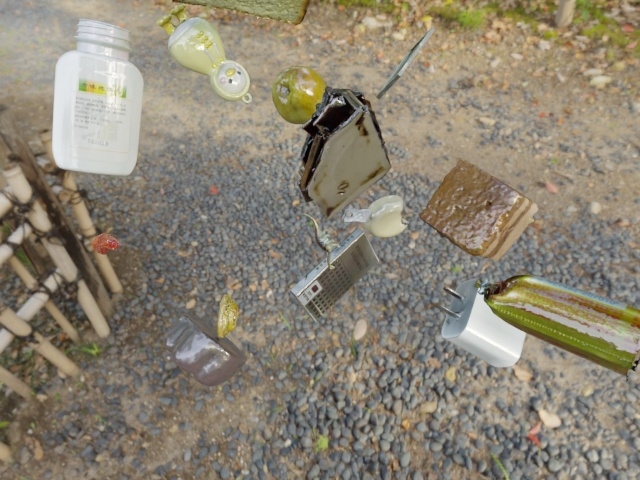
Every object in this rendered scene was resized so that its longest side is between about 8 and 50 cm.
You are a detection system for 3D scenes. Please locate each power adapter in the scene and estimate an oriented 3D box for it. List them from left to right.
[{"bbox_3d":[0.444,0.218,1.347,0.255,0.124,0.187,31,66,-11],"label":"power adapter"}]

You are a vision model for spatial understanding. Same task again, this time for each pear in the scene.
[{"bbox_3d":[-0.064,-0.475,1.566,0.200,0.200,0.200,-3,43,3],"label":"pear"}]

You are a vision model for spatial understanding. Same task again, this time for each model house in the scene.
[{"bbox_3d":[0.025,-0.285,1.357,0.297,0.317,0.282,-27,51,9],"label":"model house"}]

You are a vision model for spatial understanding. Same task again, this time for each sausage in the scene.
[{"bbox_3d":[0.434,0.139,0.892,0.317,0.117,0.125,21,58,36],"label":"sausage"}]

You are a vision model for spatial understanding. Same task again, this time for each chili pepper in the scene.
[{"bbox_3d":[-0.439,0.007,0.977,0.178,0.027,0.045,6,68,53],"label":"chili pepper"}]

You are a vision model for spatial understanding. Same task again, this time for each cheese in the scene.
[{"bbox_3d":[0.182,-0.067,1.603,0.249,0.163,0.071,-16,47,-19],"label":"cheese"}]

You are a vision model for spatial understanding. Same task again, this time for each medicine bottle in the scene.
[{"bbox_3d":[-0.500,-0.318,1.082,0.179,0.324,0.124,4,16,-22],"label":"medicine bottle"}]

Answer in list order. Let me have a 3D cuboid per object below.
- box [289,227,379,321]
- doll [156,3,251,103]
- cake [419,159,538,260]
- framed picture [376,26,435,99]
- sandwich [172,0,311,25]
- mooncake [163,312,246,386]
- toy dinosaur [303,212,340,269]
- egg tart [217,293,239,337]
[{"bbox_3d":[0.056,0.122,1.670,0.325,0.180,0.047,-42,46,-11],"label":"box"},{"bbox_3d":[-0.289,-0.480,1.257,0.296,0.117,0.141,41,65,-12],"label":"doll"},{"bbox_3d":[0.431,-0.060,1.256,0.199,0.293,0.196,38,103,36],"label":"cake"},{"bbox_3d":[0.247,-0.517,1.397,0.015,0.150,0.203,38,73,-9],"label":"framed picture"},{"bbox_3d":[-0.143,-0.560,0.934,0.301,0.271,0.099,0,73,-21],"label":"sandwich"},{"bbox_3d":[-0.343,0.323,1.412,0.133,0.245,0.245,-47,53,-7],"label":"mooncake"},{"bbox_3d":[0.014,-0.005,1.357,0.058,0.180,0.037,-24,1,5],"label":"toy dinosaur"},{"bbox_3d":[-0.263,0.214,1.361,0.052,0.130,0.130,5,43,-3],"label":"egg tart"}]
